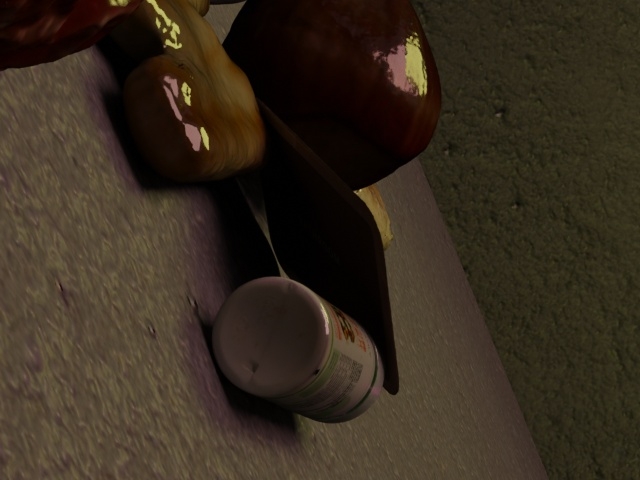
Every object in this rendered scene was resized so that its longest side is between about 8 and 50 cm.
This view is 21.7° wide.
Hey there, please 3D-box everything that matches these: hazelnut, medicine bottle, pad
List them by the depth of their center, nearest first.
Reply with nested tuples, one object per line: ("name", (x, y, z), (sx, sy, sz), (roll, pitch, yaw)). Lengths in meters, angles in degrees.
("medicine bottle", (-0.012, 0.083, 1.220), (0.183, 0.086, 0.086), (38, 29, -72))
("pad", (0.000, 0.000, 1.369), (0.266, 0.002, 0.176), (-133, -150, -54))
("hazelnut", (0.010, -0.151, 1.543), (0.229, 0.229, 0.230), (-24, 90, -81))

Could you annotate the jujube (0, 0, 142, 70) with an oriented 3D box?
("jujube", (-0.166, -0.150, 0.630), (0.216, 0.216, 0.342), (65, 15, -8))

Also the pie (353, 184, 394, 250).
("pie", (0.006, -0.117, 1.899), (0.337, 0.075, 0.338), (-19, 90, -84))

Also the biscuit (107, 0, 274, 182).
("biscuit", (-0.119, -0.153, 1.282), (0.290, 0.062, 0.237), (-34, 101, -81))

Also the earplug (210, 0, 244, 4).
("earplug", (-0.084, -0.347, 1.556), (0.301, 0.172, 0.172), (-83, 149, -64))
